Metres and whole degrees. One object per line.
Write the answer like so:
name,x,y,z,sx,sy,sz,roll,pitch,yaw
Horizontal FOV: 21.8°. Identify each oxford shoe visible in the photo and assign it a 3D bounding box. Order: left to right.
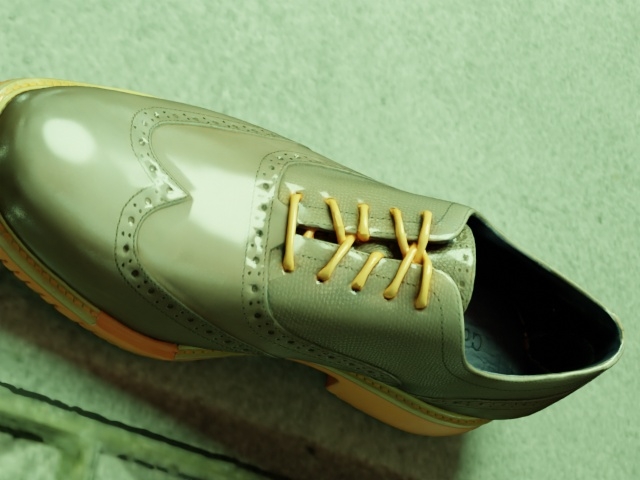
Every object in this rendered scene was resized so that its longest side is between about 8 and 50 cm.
oxford shoe,0.000,0.000,0.805,0.363,0.132,0.130,20,67,-38
